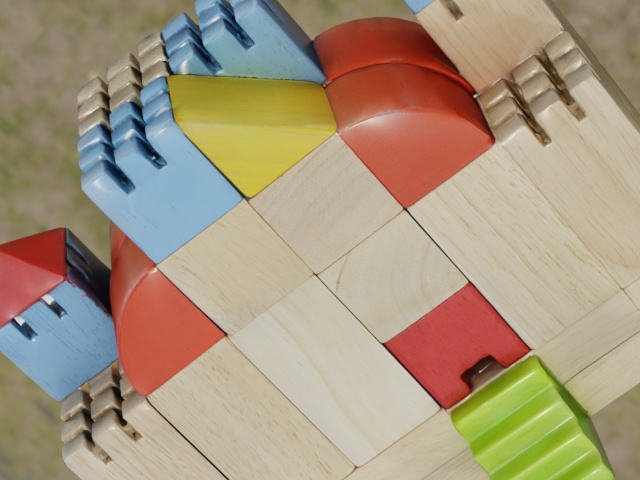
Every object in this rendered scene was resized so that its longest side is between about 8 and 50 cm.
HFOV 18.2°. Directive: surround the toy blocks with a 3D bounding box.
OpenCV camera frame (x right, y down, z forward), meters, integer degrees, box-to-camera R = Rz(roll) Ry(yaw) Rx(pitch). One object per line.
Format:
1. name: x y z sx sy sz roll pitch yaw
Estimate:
1. toy blocks: 0.000 0.000 0.890 0.261 0.381 0.190 47 -167 -27
